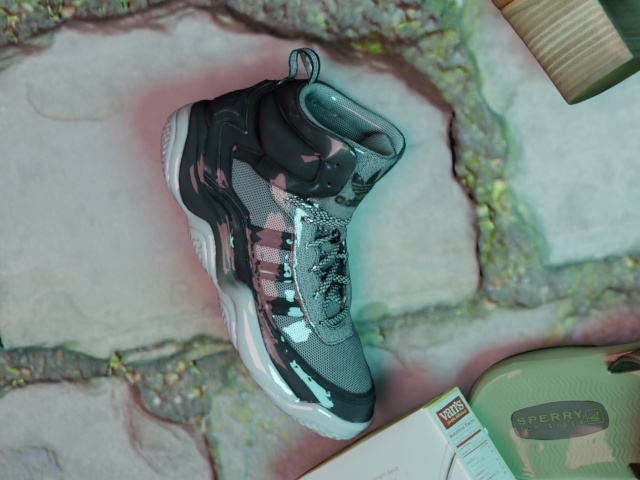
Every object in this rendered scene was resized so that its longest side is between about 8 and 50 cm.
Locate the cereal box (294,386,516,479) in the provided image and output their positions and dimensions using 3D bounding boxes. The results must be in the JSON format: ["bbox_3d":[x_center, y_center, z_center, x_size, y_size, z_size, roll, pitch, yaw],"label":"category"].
[{"bbox_3d":[0.094,0.241,1.063,0.173,0.047,0.240,-38,83,43],"label":"cereal box"}]

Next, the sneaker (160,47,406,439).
[{"bbox_3d":[0.000,0.000,1.049,0.153,0.101,0.268,-29,84,31],"label":"sneaker"}]

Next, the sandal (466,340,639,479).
[{"bbox_3d":[0.225,0.110,0.965,0.303,0.086,0.120,-18,90,30],"label":"sandal"}]

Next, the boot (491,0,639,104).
[{"bbox_3d":[0.205,-0.241,0.907,0.283,0.109,0.220,-33,81,36],"label":"boot"}]
